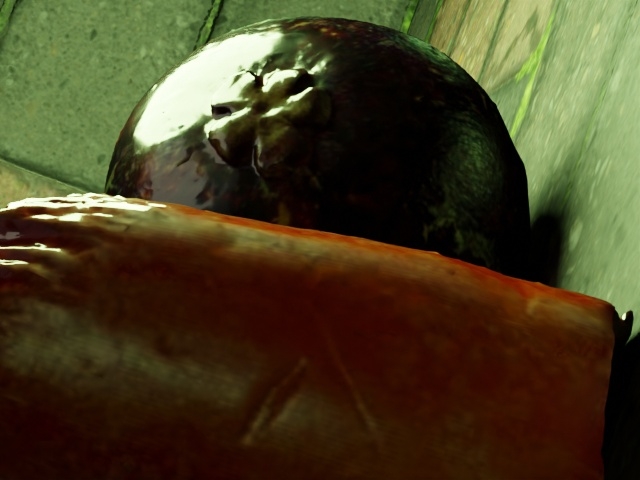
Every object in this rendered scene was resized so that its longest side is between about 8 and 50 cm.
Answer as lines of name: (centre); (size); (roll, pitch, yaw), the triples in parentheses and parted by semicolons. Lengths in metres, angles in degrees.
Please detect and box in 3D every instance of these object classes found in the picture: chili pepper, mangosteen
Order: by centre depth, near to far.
chili pepper: (-0.030, 0.106, 0.824); (0.251, 0.305, 0.229); (102, -171, -50)
mangosteen: (0.000, 0.000, 1.124); (0.288, 0.288, 0.288); (-159, 90, -85)
